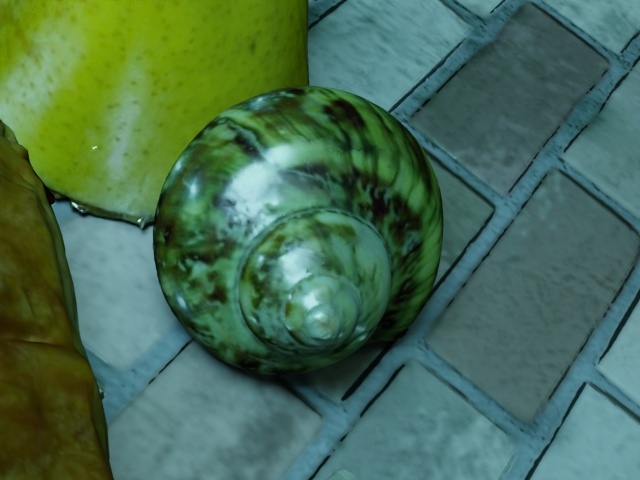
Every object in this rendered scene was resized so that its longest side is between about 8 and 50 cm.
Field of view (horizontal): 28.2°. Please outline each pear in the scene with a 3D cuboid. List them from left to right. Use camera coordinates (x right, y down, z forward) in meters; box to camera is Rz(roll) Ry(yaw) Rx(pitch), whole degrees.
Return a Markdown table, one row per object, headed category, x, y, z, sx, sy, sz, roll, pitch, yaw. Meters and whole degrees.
| category | x | y | z | sx | sy | sz | roll | pitch | yaw |
| --- | --- | --- | --- | --- | --- | --- | --- | --- | --- |
| pear | -0.087 | -0.157 | 0.756 | 0.267 | 0.178 | 0.266 | 17 | 49 | -21 |

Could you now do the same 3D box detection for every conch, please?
| category | x | y | z | sx | sy | sz | roll | pitch | yaw |
| --- | --- | --- | --- | --- | --- | --- | --- | --- | --- |
| conch | 0.002 | -0.001 | 0.710 | 0.187 | 0.124 | 0.181 | 28 | 52 | -23 |

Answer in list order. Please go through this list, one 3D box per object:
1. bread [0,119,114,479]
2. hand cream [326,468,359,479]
| category | x | y | z | sx | sy | sz | roll | pitch | yaw |
| --- | --- | --- | --- | --- | --- | --- | --- | --- | --- |
| bread | -0.230 | 0.063 | 0.464 | 0.314 | 0.191 | 0.370 | 23 | 32 | -45 |
| hand cream | 0.058 | 0.185 | 0.657 | 0.165 | 0.037 | 0.057 | 38 | 46 | 14 |
